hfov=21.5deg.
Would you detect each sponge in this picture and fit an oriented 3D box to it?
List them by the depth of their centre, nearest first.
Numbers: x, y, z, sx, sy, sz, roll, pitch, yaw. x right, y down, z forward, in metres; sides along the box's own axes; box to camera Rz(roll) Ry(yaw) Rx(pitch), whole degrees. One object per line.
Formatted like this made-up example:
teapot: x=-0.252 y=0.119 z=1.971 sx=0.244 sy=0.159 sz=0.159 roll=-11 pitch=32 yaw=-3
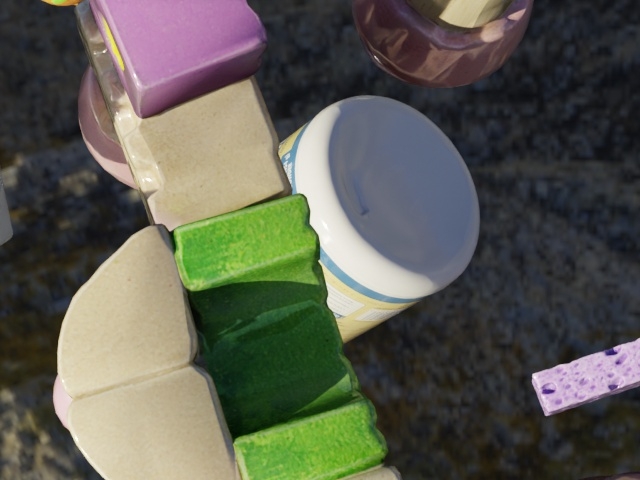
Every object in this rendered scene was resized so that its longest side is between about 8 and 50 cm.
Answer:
sponge: x=0.254 y=0.077 z=1.196 sx=0.210 sy=0.117 sz=0.031 roll=-20 pitch=80 yaw=5

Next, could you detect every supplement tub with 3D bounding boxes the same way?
supplement tub: x=0.000 y=0.000 z=1.184 sx=0.144 sy=0.200 sz=0.144 roll=17 pitch=59 yaw=-30

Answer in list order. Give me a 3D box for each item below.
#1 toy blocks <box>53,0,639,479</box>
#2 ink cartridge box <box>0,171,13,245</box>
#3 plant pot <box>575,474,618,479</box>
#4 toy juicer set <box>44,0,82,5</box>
toy blocks: x=-0.038 y=0.048 z=0.601 sx=0.309 sy=0.260 sz=0.288 roll=-18 pitch=85 yaw=-9
ink cartridge box: x=-0.384 y=-0.055 z=1.381 sx=0.122 sy=0.211 sz=0.289 roll=-2 pitch=18 yaw=18
plant pot: x=0.210 y=0.225 z=1.112 sx=0.237 sy=0.109 sz=0.237 roll=5 pitch=12 yaw=-1
toy juicer set: x=-0.134 y=-0.300 z=1.124 sx=0.089 sy=0.209 sz=0.329 roll=-1 pitch=53 yaw=20
